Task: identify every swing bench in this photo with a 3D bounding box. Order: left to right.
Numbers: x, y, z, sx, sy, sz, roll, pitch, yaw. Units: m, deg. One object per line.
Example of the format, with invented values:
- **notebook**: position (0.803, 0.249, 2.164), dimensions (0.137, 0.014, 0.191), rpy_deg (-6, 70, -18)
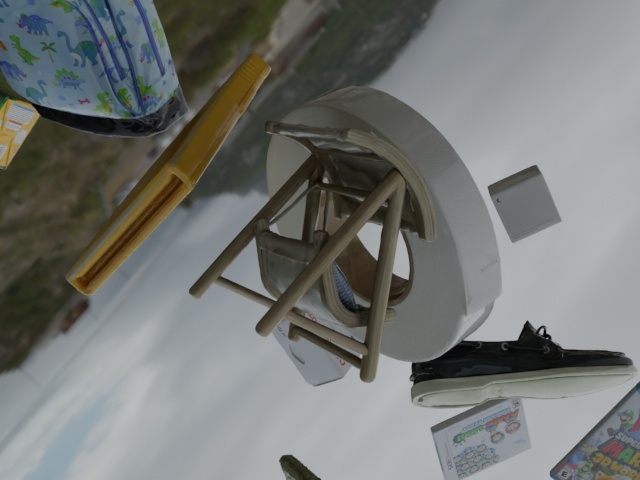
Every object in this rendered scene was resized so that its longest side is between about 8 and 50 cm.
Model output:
- **swing bench**: position (0.000, 0.000, 1.478), dimensions (0.255, 0.165, 0.253), rpy_deg (-65, -157, -2)

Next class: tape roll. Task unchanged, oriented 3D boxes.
- **tape roll**: position (0.076, -0.018, 1.688), dimensions (0.072, 0.392, 0.392), rpy_deg (-30, 174, -31)

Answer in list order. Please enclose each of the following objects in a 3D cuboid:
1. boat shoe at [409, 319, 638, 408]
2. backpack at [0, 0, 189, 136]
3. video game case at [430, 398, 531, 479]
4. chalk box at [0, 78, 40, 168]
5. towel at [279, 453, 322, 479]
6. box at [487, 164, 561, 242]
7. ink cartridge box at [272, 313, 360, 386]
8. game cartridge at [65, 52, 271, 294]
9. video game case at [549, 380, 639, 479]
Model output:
- **boat shoe**: position (0.296, 0.174, 1.854), dimensions (0.127, 0.340, 0.113), rpy_deg (85, -2, -65)
- **backpack**: position (-0.387, -0.341, 1.975), dimensions (0.273, 0.290, 0.355), rpy_deg (-45, 144, -48)
- **video game case**: position (0.264, 0.322, 2.045), dimensions (0.157, 0.143, 0.019), rpy_deg (-23, -140, -7)
- **chalk box**: position (-0.614, -0.240, 2.158), dimensions (0.132, 0.213, 0.132), rpy_deg (-55, 166, 6)
- **towel**: position (-0.003, 0.331, 1.559), dimensions (0.027, 0.110, 0.148), rpy_deg (-30, -155, -16)
- **box**: position (0.366, -0.067, 2.251), dimensions (0.101, 0.102, 0.087), rpy_deg (-24, -170, 9)
- **ink cartridge box**: position (0.019, 0.129, 2.098), dimensions (0.082, 0.139, 0.191), rpy_deg (-21, -160, 41)
- **game cartridge**: position (-0.208, -0.096, 1.766), dimensions (0.285, 0.052, 0.324), rpy_deg (-42, -169, 37)
- **video game case**: position (0.373, 0.258, 1.496), dimensions (0.166, 0.119, 0.015), rpy_deg (-51, -174, 23)
